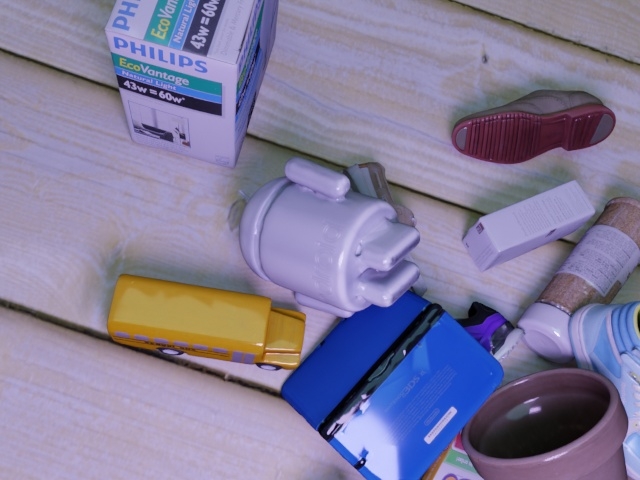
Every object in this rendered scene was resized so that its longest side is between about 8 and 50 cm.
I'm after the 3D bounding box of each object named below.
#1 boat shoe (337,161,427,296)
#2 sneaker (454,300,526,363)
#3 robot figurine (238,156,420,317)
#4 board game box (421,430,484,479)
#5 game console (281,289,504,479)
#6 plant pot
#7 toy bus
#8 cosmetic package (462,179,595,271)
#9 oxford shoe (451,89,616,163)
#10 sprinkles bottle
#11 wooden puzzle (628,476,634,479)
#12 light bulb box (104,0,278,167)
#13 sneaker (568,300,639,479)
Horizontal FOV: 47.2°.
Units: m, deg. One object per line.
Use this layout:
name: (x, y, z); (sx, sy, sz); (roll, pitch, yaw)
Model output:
boat shoe: (0.135, -0.025, 1.413); (0.103, 0.113, 0.302); (-25, 73, -11)
sneaker: (0.230, 0.221, 1.344); (0.293, 0.102, 0.146); (-38, 73, -24)
robot figurine: (0.000, 0.000, 1.291); (0.353, 0.300, 0.199); (17, 33, 33)
board game box: (0.237, 0.425, 1.269); (0.124, 0.039, 0.259); (42, 70, -17)
game console: (0.119, 0.246, 1.273); (0.250, 0.173, 0.293); (44, 81, -1)
plant pot: (0.391, 0.373, 1.198); (0.263, 0.263, 0.229); (-29, 103, -17)
toy bus: (-0.192, 0.146, 1.290); (0.332, 0.130, 0.108); (10, 68, -4)
cosmetic package: (0.410, -0.028, 1.450); (0.231, 0.117, 0.086); (-23, 72, -15)
oxford shoe: (0.437, -0.251, 1.562); (0.348, 0.123, 0.130); (-5, 43, -8)
sprinkles bottle: (0.524, 0.071, 1.423); (0.121, 0.121, 0.355); (40, 69, 8)
wooden puzzle: (0.664, 0.356, 1.359); (0.347, 0.080, 0.322); (-7, 70, -15)
light bulb box: (-0.218, -0.390, 1.374); (0.225, 0.361, 0.358); (14, 68, -2)
sneaker: (0.542, 0.246, 1.208); (0.127, 0.208, 0.319); (-16, 81, -22)
